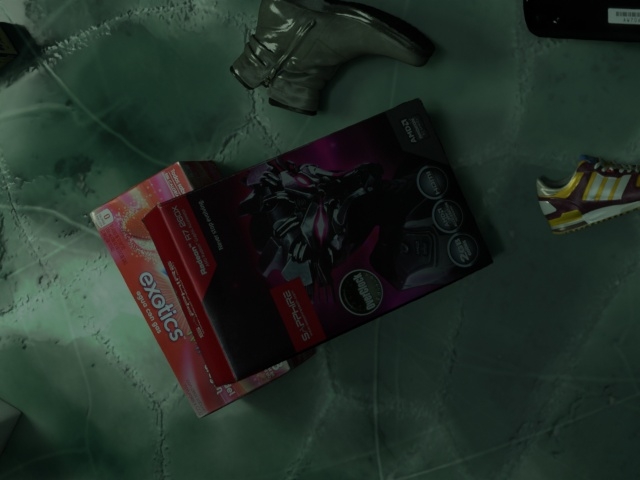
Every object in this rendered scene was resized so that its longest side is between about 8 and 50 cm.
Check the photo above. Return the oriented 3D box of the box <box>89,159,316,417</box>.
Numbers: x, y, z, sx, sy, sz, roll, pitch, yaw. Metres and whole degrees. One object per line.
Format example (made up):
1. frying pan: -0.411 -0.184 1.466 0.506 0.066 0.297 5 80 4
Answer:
1. box: -0.147 0.057 1.869 0.142 0.154 0.300 -29 87 13

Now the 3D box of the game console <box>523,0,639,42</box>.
1. game console: 0.378 -0.394 1.632 0.387 0.060 0.341 13 113 49

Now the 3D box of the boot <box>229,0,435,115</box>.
1. boot: 0.014 -0.229 1.849 0.247 0.083 0.161 25 107 16

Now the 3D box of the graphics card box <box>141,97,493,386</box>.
1. graphics card box: 0.000 0.000 1.766 0.371 0.094 0.232 -23 88 -19

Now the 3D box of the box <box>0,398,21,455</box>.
1. box: -0.508 0.298 1.989 0.091 0.130 0.170 29 101 9

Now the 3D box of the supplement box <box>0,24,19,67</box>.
1. supplement box: -0.469 -0.252 1.953 0.083 0.083 0.056 -34 87 15

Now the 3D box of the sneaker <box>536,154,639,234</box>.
1. sneaker: 0.356 -0.074 1.774 0.186 0.069 0.083 -22 95 14
